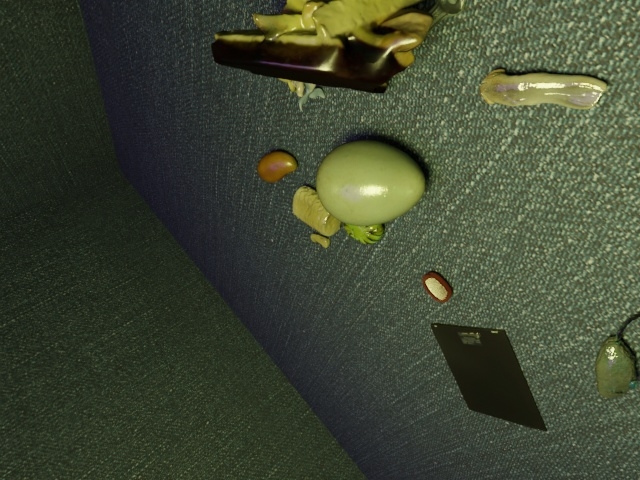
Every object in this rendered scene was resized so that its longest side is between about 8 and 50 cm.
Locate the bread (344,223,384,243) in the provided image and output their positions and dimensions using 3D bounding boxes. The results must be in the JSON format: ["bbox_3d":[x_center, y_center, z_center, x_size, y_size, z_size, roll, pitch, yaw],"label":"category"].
[{"bbox_3d":[0.127,-0.047,1.259,0.139,0.071,0.130,47,143,15],"label":"bread"}]

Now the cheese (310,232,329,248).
[{"bbox_3d":[0.000,0.000,1.513,0.083,0.030,0.044,19,127,38],"label":"cheese"}]

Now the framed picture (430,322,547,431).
[{"bbox_3d":[0.489,0.397,1.218,0.255,0.014,0.339,-10,110,56],"label":"framed picture"}]

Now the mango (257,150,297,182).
[{"bbox_3d":[-0.156,-0.261,1.443,0.184,0.084,0.102,-6,114,50],"label":"mango"}]

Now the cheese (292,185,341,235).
[{"bbox_3d":[-0.013,-0.098,1.381,0.167,0.093,0.123,36,145,30],"label":"cheese"}]

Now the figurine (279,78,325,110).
[{"bbox_3d":[-0.065,-0.462,1.099,0.183,0.128,0.209,12,132,52],"label":"figurine"}]

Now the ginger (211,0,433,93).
[{"bbox_3d":[0.016,-0.424,0.820,0.412,0.358,0.212,12,105,13],"label":"ginger"}]

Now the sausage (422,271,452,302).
[{"bbox_3d":[0.328,0.131,1.155,0.094,0.059,0.054,50,-168,11],"label":"sausage"}]

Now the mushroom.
[{"bbox_3d":[0.388,-0.267,0.725,0.202,0.054,0.059,19,139,38],"label":"mushroom"}]

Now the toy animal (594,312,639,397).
[{"bbox_3d":[0.622,0.221,0.837,0.079,0.070,0.253,8,119,8],"label":"toy animal"}]

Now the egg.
[{"bbox_3d":[0.126,-0.143,1.037,0.295,0.218,0.219,7,125,36],"label":"egg"}]

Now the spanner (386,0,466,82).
[{"bbox_3d":[0.189,-0.427,0.880,0.071,0.017,0.302,58,150,-2],"label":"spanner"}]
